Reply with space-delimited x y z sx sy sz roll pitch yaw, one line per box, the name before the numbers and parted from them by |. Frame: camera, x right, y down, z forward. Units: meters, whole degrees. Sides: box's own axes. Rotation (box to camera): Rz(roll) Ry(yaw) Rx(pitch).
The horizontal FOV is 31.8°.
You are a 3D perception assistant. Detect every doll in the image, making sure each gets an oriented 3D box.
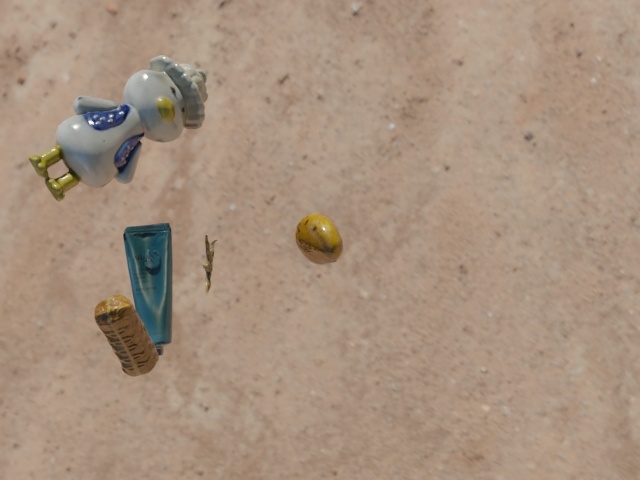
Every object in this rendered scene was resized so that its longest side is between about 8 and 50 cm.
doll | -0.269 -0.161 1.571 0.293 0.138 0.119 -38 17 -28

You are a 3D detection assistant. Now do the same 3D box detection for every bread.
bread | -0.248 0.124 1.441 0.052 0.157 0.044 -23 53 -7

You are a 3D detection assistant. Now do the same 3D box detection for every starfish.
starfish | -0.159 0.037 1.597 0.016 0.092 0.086 5 81 -2

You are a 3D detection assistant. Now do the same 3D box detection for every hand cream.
hand cream | -0.285 0.085 1.914 0.048 0.083 0.224 179 85 -73

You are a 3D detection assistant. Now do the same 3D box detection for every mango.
mango | 0.000 0.000 1.629 0.057 0.079 0.114 -22 18 -15
